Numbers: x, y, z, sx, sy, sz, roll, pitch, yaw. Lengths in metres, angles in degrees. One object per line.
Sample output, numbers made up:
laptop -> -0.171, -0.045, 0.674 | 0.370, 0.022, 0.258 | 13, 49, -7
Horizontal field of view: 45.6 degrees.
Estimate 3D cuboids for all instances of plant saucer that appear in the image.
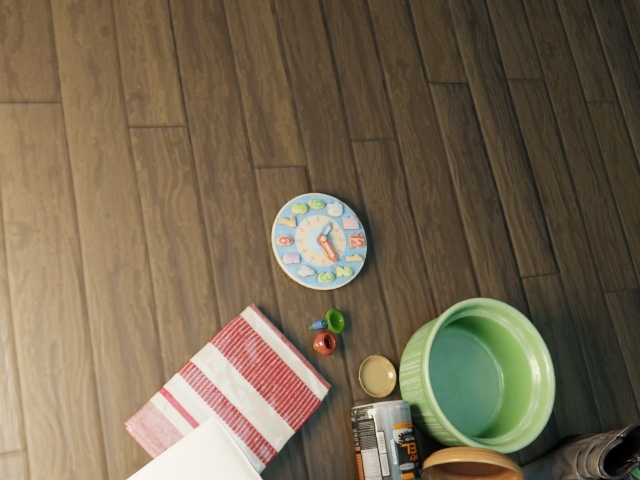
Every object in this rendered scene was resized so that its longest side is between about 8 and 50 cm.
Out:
plant saucer -> 0.288, 0.439, 1.459 | 0.199, 0.200, 0.037 | 19, 53, -17
plant saucer -> 0.113, 0.275, 1.536 | 0.083, 0.015, 0.084 | 8, 71, -22

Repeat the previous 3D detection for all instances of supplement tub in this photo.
supplement tub -> 0.125, 0.405, 1.442 | 0.116, 0.117, 0.191 | -2, 75, -24

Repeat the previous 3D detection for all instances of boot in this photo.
boot -> 0.500, 0.471, 1.521 | 0.338, 0.223, 0.118 | -33, 83, -29

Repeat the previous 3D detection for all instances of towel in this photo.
towel -> -0.160, 0.306, 1.395 | 0.237, 0.037, 0.329 | 47, 61, -3

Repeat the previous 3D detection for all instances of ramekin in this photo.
ramekin -> 0.308, 0.280, 1.545 | 0.303, 0.148, 0.304 | 7, 71, -22

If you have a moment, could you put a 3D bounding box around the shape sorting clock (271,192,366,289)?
shape sorting clock -> 0.000, 0.000, 1.562 | 0.206, 0.040, 0.206 | 8, 70, -22

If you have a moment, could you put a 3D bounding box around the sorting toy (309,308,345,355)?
sorting toy -> 0.008, 0.181, 1.512 | 0.061, 0.042, 0.102 | 42, 48, -23

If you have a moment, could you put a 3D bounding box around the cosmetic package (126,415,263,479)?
cosmetic package -> -0.226, 0.521, 1.078 | 0.393, 0.329, 0.327 | -34, 77, -22

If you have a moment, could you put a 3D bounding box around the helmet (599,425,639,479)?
helmet -> 0.697, 0.486, 1.642 | 0.169, 0.161, 0.170 | 7, 70, -22
